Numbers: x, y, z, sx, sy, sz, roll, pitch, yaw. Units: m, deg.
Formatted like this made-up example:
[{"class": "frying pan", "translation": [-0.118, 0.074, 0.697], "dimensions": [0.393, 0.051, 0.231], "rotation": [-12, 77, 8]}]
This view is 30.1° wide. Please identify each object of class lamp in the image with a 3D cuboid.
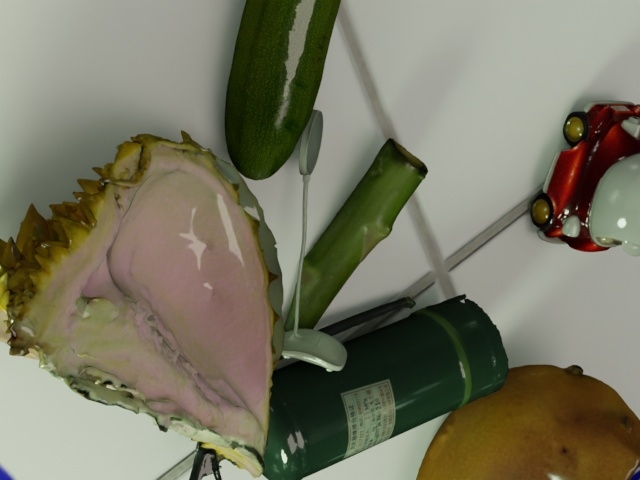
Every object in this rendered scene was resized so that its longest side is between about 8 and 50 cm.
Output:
[{"class": "lamp", "translation": [0.000, 0.000, 0.905], "dimensions": [0.050, 0.056, 0.198], "rotation": [-49, 145, -70]}]

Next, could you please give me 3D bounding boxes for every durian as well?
[{"class": "durian", "translation": [-0.107, 0.026, 0.805], "dimensions": [0.305, 0.185, 0.196], "rotation": [36, 71, -47]}]

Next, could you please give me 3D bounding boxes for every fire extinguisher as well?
[{"class": "fire extinguisher", "translation": [0.009, 0.132, 0.968], "dimensions": [0.294, 0.093, 0.118], "rotation": [-19, 107, -26]}]

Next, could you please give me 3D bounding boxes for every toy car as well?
[{"class": "toy car", "translation": [0.264, -0.046, 1.043], "dimensions": [0.112, 0.112, 0.139], "rotation": [-4, 114, -33]}]

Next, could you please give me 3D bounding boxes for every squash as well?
[{"class": "squash", "translation": [-0.020, -0.161, 0.822], "dimensions": [0.069, 0.069, 0.258], "rotation": [2, 110, -35]}]

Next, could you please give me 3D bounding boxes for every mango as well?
[{"class": "mango", "translation": [0.178, 0.217, 1.081], "dimensions": [0.236, 0.166, 0.136], "rotation": [-57, 160, 4]}]

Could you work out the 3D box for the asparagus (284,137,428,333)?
[{"class": "asparagus", "translation": [0.022, 0.001, 0.947], "dimensions": [0.045, 0.041, 0.178], "rotation": [33, 107, -7]}]
